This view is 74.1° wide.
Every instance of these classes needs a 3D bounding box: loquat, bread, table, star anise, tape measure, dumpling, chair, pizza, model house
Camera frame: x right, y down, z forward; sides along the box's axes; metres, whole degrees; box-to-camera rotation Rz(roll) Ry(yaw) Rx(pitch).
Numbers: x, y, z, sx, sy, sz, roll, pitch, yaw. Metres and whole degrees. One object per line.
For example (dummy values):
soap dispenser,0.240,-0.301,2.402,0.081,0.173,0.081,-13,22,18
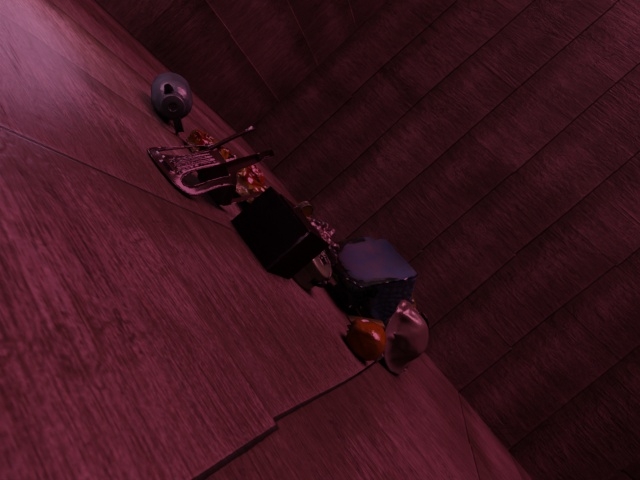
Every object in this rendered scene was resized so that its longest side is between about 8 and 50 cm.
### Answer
loquat,0.140,0.305,1.312,0.137,0.113,0.137,28,30,-19
bread,0.181,0.320,1.639,0.139,0.084,0.074,45,7,-27
table,-0.111,-0.024,1.232,0.193,0.172,0.169,51,6,22
star anise,0.000,0.000,1.691,0.236,0.093,0.229,51,32,-34
tape measure,-0.037,0.055,1.434,0.207,0.115,0.235,54,13,-5
dumpling,0.318,0.367,1.560,0.204,0.164,0.292,-48,138,-72
chair,-0.303,-0.183,1.169,0.327,0.183,0.175,-27,71,-38
pizza,-0.273,-0.225,1.584,0.406,0.130,0.440,44,2,35
model house,0.197,0.212,1.836,0.360,0.298,0.338,-127,-150,-52

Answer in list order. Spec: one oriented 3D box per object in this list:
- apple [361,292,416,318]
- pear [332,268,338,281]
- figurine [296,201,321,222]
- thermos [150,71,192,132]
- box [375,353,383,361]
apple,0.334,0.309,2.051,0.262,0.262,0.262,48,5,-6
pear,0.174,0.123,2.162,0.176,0.286,0.281,14,29,-46
figurine,-0.058,-0.070,2.141,0.161,0.158,0.275,25,21,-54
thermos,-0.528,-0.490,1.514,0.286,0.145,0.182,-121,-158,-54
box,0.189,0.383,1.503,0.050,0.036,0.117,48,6,-3
